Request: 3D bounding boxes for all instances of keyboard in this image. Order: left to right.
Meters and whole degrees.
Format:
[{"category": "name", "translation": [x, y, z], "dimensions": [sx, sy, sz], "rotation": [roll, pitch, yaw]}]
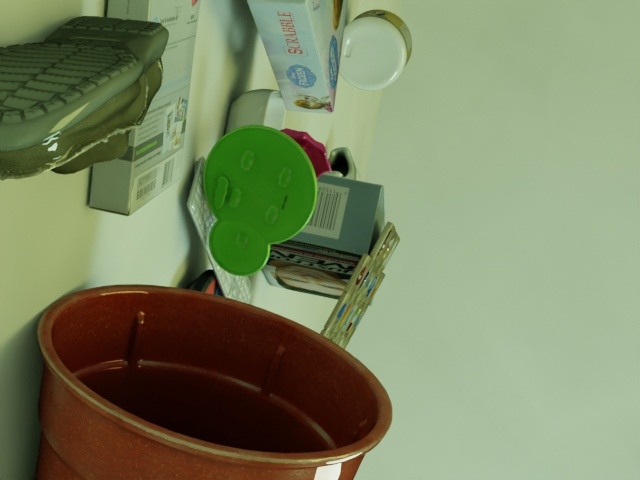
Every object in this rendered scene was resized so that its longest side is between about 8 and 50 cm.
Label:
[{"category": "keyboard", "translation": [-0.114, 0.013, 1.223], "dimensions": [0.256, 0.014, 0.072], "rotation": [75, 14, -51]}]

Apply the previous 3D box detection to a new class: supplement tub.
[{"category": "supplement tub", "translation": [0.110, -0.388, 2.125], "dimensions": [0.199, 0.144, 0.144], "rotation": [-63, 163, -69]}]

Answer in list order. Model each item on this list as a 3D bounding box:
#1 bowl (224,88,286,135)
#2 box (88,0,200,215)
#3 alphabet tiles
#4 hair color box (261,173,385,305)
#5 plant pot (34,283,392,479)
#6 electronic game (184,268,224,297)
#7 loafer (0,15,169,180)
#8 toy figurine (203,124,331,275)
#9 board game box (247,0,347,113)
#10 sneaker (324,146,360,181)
[{"category": "bowl", "translation": [-0.085, -0.119, 1.305], "dimensions": [0.142, 0.053, 0.142], "rotation": [-16, 117, -82]}, {"category": "box", "translation": [-0.142, -0.128, 0.871], "dimensions": [0.145, 0.038, 0.186], "rotation": [-60, 161, -71]}, {"category": "alphabet tiles", "translation": [0.025, 0.134, 1.525], "dimensions": [0.342, 0.011, 0.285], "rotation": [-61, 169, -2]}, {"category": "hair color box", "translation": [0.000, 0.000, 1.651], "dimensions": [0.374, 0.185, 0.113], "rotation": [74, 28, -76]}, {"category": "plant pot", "translation": [-0.113, 0.210, 0.828], "dimensions": [0.272, 0.272, 0.265], "rotation": [-57, 165, -73]}, {"category": "electronic game", "translation": [-0.148, 0.147, 1.240], "dimensions": [0.229, 0.048, 0.229], "rotation": [12, 90, -83]}, {"category": "loafer", "translation": [-0.148, -0.078, 0.651], "dimensions": [0.251, 0.094, 0.087], "rotation": [-64, 159, -67]}, {"category": "toy figurine", "translation": [-0.047, -0.059, 1.191], "dimensions": [0.159, 0.130, 0.173], "rotation": [-40, 152, -65]}, {"category": "board game box", "translation": [-0.009, -0.349, 1.217], "dimensions": [0.318, 0.066, 0.318], "rotation": [65, 32, -76]}, {"category": "sneaker", "translation": [0.024, -0.080, 2.207], "dimensions": [0.121, 0.099, 0.262], "rotation": [76, 17, -58]}]
